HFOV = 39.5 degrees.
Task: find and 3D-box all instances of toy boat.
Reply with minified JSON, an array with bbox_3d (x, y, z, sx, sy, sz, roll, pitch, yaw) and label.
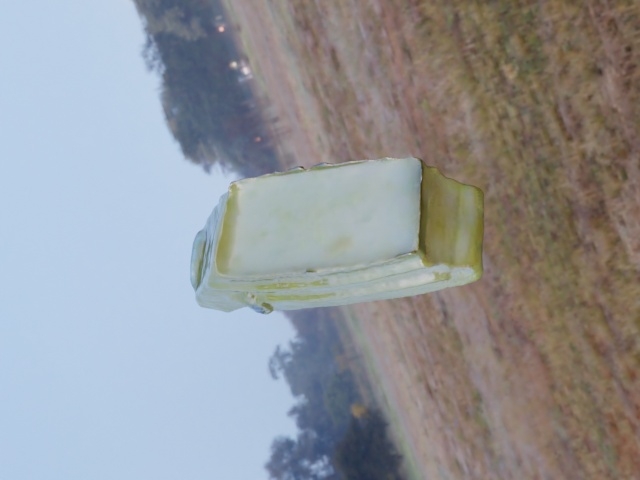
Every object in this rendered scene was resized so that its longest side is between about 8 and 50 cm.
[{"bbox_3d":[-0.004,-0.002,0.752,0.084,0.276,0.111,46,-137,-55],"label":"toy boat"}]
